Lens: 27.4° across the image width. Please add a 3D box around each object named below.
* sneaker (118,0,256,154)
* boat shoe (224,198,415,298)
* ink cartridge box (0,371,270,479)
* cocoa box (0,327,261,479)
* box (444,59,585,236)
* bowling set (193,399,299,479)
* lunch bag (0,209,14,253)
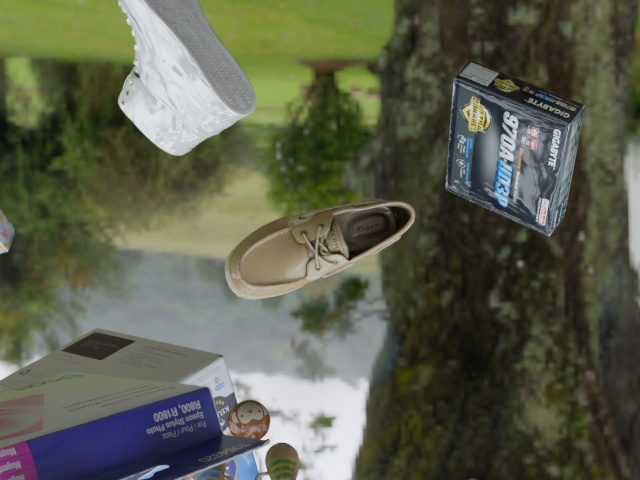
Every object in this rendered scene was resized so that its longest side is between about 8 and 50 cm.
[{"bbox_3d":[-0.223,-0.248,1.671,0.169,0.292,0.108,-30,-179,40],"label":"sneaker"},{"bbox_3d":[0.000,0.000,2.195,0.341,0.121,0.110,-24,-178,-25],"label":"boat shoe"},{"bbox_3d":[-0.280,0.209,1.394,0.330,0.071,0.324,-2,-174,38],"label":"ink cartridge box"},{"bbox_3d":[-0.304,0.300,2.021,0.231,0.228,0.347,-29,-157,-37],"label":"cocoa box"},{"bbox_3d":[0.264,-0.127,1.817,0.175,0.220,0.051,26,-127,22],"label":"box"},{"bbox_3d":[-0.098,0.315,1.621,0.287,0.200,0.154,-9,-158,-1],"label":"bowling set"},{"bbox_3d":[-0.469,-0.023,1.846,0.053,0.071,0.083,-21,-150,11],"label":"lunch bag"}]
